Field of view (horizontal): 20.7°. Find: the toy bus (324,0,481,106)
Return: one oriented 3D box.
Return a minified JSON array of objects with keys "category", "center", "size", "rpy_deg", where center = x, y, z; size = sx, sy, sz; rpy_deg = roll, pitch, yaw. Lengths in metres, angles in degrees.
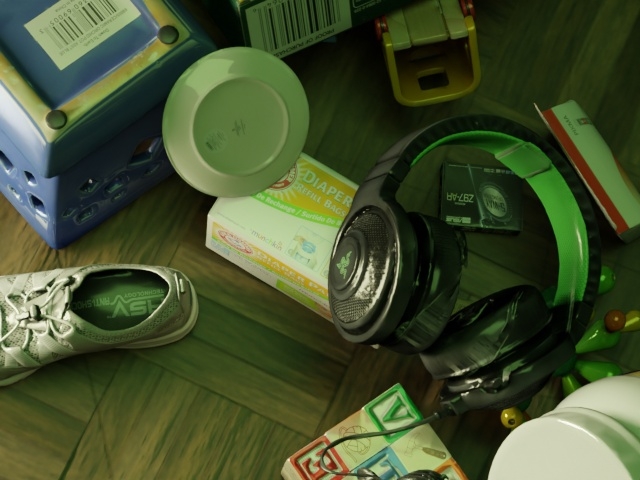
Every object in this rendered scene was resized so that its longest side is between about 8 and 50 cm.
[{"category":"toy bus","center":[0.098,-0.224,1.760],"size":[0.191,0.104,0.202],"rpy_deg":[24,55,32]}]

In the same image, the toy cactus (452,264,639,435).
[{"category":"toy cactus","center":[0.204,0.106,1.688],"size":[0.180,0.112,0.219],"rpy_deg":[23,81,11]}]

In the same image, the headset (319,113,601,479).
[{"category":"headset","center":[0.123,0.065,1.534],"size":[0.243,0.185,0.394],"rpy_deg":[36,67,-18]}]

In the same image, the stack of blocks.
[{"category":"stack of blocks","center":[0.118,0.283,1.624],"size":[0.171,0.087,0.297],"rpy_deg":[-33,80,-14]}]

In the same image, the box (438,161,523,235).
[{"category":"box","center":[0.161,-0.042,1.760],"size":[0.083,0.018,0.067],"rpy_deg":[6,73,-5]}]

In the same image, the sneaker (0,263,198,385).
[{"category":"sneaker","center":[-0.254,0.062,1.635],"size":[0.281,0.115,0.105],"rpy_deg":[-14,76,-10]}]

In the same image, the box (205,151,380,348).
[{"category":"box","center":[0.000,0.000,1.681],"size":[0.203,0.114,0.103],"rpy_deg":[31,74,5]}]

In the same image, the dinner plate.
[{"category":"dinner plate","center":[-0.074,-0.105,1.597],"size":[0.141,0.017,0.141],"rpy_deg":[-6,108,-18]}]

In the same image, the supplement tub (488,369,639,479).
[{"category":"supplement tub","center":[0.334,0.222,1.533],"size":[0.331,0.241,0.241],"rpy_deg":[-9,73,-35]}]

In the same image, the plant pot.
[{"category":"plant pot","center":[-0.233,-0.166,1.655],"size":[0.236,0.212,0.236],"rpy_deg":[-37,80,-14]}]

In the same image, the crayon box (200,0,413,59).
[{"category":"crayon box","center":[0.017,-0.365,1.741],"size":[0.363,0.106,0.313],"rpy_deg":[-25,54,-12]}]

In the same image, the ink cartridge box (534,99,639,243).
[{"category":"ink cartridge box","center":[0.268,-0.073,1.698],"size":[0.045,0.179,0.145],"rpy_deg":[-33,79,7]}]
